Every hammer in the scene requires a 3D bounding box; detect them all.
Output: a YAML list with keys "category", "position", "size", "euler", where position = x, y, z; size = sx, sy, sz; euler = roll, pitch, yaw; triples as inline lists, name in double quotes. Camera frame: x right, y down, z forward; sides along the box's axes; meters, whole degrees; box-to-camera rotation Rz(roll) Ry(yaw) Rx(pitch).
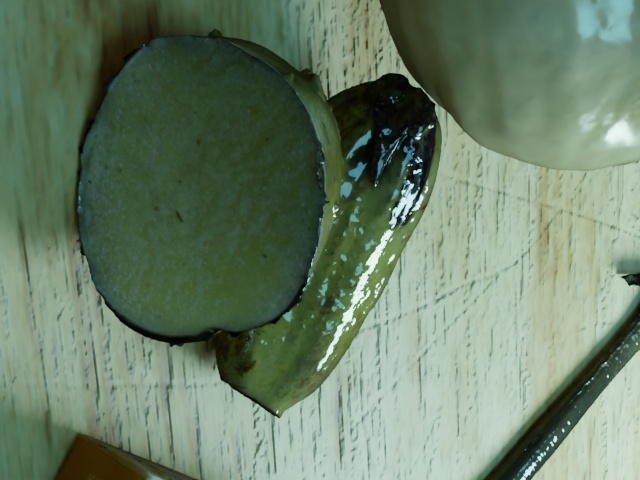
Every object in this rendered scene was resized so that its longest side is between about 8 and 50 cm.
- category: "hammer"
  position: [0.211, 0.146, 1.634]
  size: [0.297, 0.027, 0.125]
  euler: [-46, 133, -16]

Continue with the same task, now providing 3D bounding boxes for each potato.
- category: "potato"
  position: [-0.052, -0.037, 1.234]
  size: [0.117, 0.182, 0.202]
  euler: [-24, 130, -58]

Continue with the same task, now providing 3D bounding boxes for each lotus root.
- category: "lotus root"
  position: [0.000, 0.000, 1.332]
  size: [0.110, 0.097, 0.258]
  euler: [24, 103, -19]

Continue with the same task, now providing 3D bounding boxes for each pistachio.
- category: "pistachio"
  position: [0.148, -0.192, 1.289]
  size: [0.230, 0.230, 0.309]
  euler: [-29, 117, -30]

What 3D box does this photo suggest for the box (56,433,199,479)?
- category: "box"
  position: [-0.131, 0.293, 1.341]
  size: [0.221, 0.091, 0.274]
  euler: [27, 88, -44]
